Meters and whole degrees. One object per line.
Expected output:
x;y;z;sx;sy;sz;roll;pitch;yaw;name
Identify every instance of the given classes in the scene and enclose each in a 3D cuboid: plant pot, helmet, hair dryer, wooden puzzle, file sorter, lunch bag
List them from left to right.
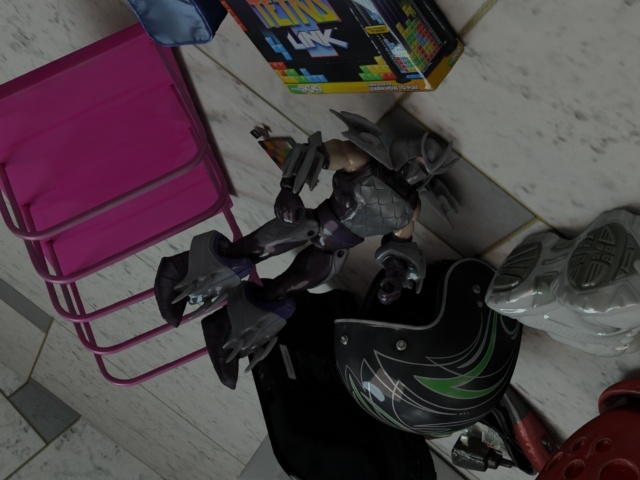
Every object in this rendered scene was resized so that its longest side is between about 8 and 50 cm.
-0.180;-0.020;1.235;0.291;0.202;0.182;73;171;-56;file sorter
-0.111;-0.205;1.035;0.067;0.065;0.098;2;141;30;lunch bag
-0.031;-0.080;1.241;0.049;0.006;0.083;5;142;52;wooden puzzle
0.097;0.101;1.202;0.169;0.162;0.169;31;157;14;helmet
0.250;0.264;1.413;0.293;0.080;0.224;26;155;24;hair dryer
0.293;0.233;1.160;0.191;0.174;0.191;30;157;14;plant pot

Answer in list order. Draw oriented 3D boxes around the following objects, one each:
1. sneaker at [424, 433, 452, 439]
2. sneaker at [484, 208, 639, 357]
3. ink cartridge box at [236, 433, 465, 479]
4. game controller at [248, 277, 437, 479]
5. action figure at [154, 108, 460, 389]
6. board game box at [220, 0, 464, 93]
0.108;0.174;1.489;0.071;0.066;0.188;7;153;22;sneaker
0.231;0.044;1.017;0.115;0.090;0.232;35;168;-15;sneaker
0.041;0.324;1.721;0.232;0.168;0.171;42;158;-10;ink cartridge box
0.009;0.146;1.308;0.166;0.067;0.319;8;-150;-19;game controller
0.000;0.000;1.089;0.185;0.285;0.099;43;-157;-30;action figure
0.003;-0.173;0.951;0.170;0.048;0.141;6;144;52;board game box
